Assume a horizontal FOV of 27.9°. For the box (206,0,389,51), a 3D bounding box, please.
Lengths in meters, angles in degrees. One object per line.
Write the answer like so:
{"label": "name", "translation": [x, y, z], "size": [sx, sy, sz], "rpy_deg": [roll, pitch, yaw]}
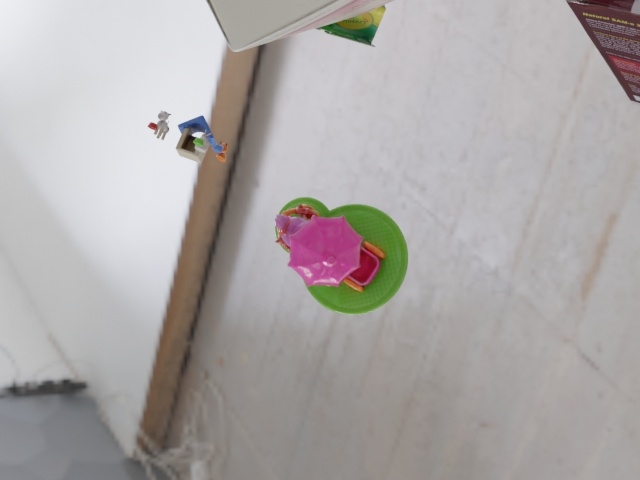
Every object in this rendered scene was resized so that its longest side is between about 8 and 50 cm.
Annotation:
{"label": "box", "translation": [0.018, -0.238, 0.957], "size": [0.148, 0.232, 0.127], "rpy_deg": [-22, 96, 31]}

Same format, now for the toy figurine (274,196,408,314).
{"label": "toy figurine", "translation": [0.000, 0.000, 1.429], "size": [0.173, 0.159, 0.130], "rpy_deg": [35, 93, 18]}

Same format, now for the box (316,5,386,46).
{"label": "box", "translation": [-0.001, -0.247, 1.227], "size": [0.179, 0.105, 0.043], "rpy_deg": [-101, 29, -50]}

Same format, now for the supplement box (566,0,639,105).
{"label": "supplement box", "translation": [0.323, -0.183, 1.165], "size": [0.130, 0.239, 0.073], "rpy_deg": [20, 84, 30]}

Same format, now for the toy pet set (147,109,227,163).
{"label": "toy pet set", "translation": [-0.186, -0.165, 1.960], "size": [0.114, 0.122, 0.065], "rpy_deg": [73, -142, -74]}
